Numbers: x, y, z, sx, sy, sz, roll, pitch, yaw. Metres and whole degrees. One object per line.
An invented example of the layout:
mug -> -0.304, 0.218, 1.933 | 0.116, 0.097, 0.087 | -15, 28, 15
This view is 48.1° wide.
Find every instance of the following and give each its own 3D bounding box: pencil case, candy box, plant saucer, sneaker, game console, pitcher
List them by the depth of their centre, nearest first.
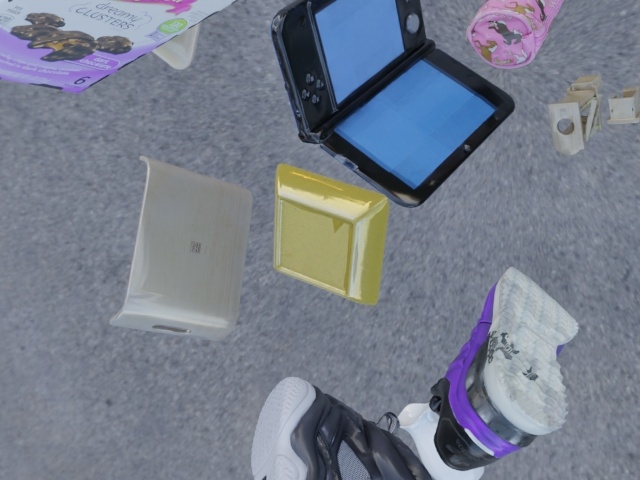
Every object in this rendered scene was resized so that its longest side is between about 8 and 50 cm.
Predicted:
candy box -> -0.166, -0.186, 0.512 | 0.196, 0.165, 0.070 | -22, 85, 21
sneaker -> 0.019, 0.249, 0.589 | 0.153, 0.268, 0.101 | 17, 142, -19
sneaker -> 0.178, 0.134, 0.753 | 0.102, 0.293, 0.146 | 42, 118, 5
game console -> 0.111, -0.231, 0.950 | 0.173, 0.293, 0.250 | 16, 136, 38
pitcher -> 0.286, 0.454, 1.615 | 0.207, 0.125, 0.178 | 49, 145, 1
pencil case -> 0.477, -0.554, 1.642 | 0.160, 0.386, 0.167 | 42, 149, -12
plant saucer -> 0.000, 0.000, 1.864 | 0.333, 0.081, 0.332 | 20, 125, 25

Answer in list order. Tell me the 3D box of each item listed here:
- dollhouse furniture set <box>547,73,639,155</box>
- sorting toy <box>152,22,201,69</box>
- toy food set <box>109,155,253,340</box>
dollhouse furniture set -> 0.545, -0.242, 1.353 | 0.161, 0.182, 0.101 | 3, 119, 40
sorting toy -> -0.235, -0.356, 0.960 | 0.193, 0.038, 0.208 | 38, 137, 8
toy food set -> -0.250, 0.016, 1.298 | 0.092, 0.220, 0.306 | -10, 69, 49
